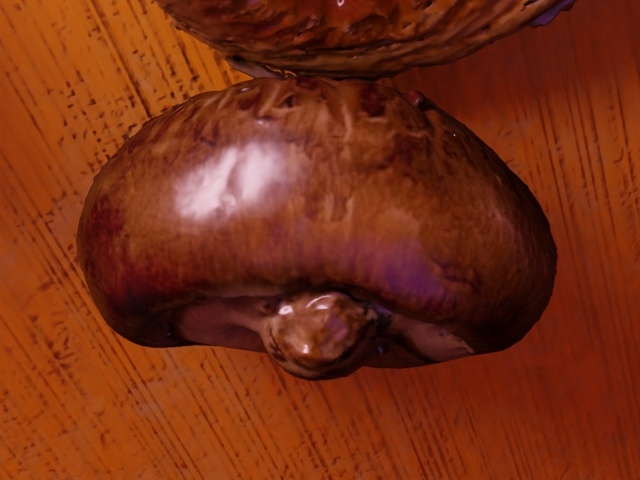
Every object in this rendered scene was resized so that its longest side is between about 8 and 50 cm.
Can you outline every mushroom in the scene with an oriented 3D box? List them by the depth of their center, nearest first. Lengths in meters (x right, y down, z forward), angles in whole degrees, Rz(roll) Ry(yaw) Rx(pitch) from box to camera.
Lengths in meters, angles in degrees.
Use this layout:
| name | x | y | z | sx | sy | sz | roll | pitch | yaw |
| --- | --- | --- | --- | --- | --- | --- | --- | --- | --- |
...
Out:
| name | x | y | z | sx | sy | sz | roll | pitch | yaw |
| --- | --- | --- | --- | --- | --- | --- | --- | --- | --- |
| mushroom | 0.000 | 0.000 | 0.600 | 0.253 | 0.253 | 0.153 | 9 | 80 | -22 |

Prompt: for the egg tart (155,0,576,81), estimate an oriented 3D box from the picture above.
| name | x | y | z | sx | sy | sz | roll | pitch | yaw |
| --- | --- | --- | --- | --- | --- | --- | --- | --- | --- |
| egg tart | 0.035 | -0.198 | 0.529 | 0.297 | 0.132 | 0.297 | -12 | 142 | -10 |
